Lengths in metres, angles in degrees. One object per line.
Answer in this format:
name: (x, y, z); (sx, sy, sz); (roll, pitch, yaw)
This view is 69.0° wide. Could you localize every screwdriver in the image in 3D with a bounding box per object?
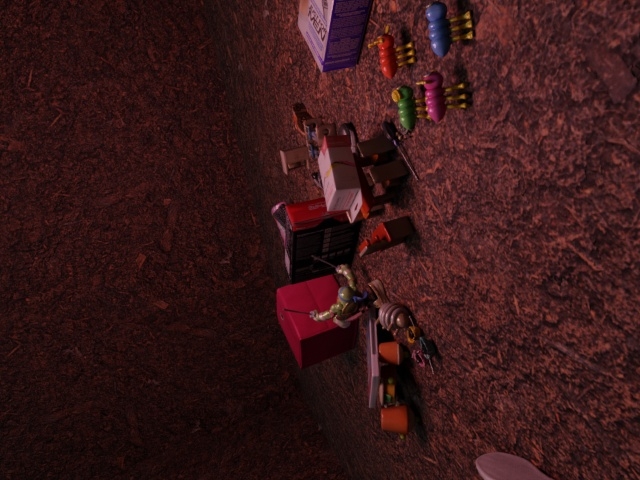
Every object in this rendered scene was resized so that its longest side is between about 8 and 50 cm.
screwdriver: (0.191, -0.212, 1.102); (0.170, 0.024, 0.025); (62, -168, 12)

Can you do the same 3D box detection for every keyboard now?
keyboard: (-0.135, -0.097, 2.168); (0.180, 0.108, 0.023); (46, -173, 18)

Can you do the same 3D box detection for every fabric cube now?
fabric cube: (-0.019, 0.334, 1.947); (0.254, 0.259, 0.258); (93, 154, -49)

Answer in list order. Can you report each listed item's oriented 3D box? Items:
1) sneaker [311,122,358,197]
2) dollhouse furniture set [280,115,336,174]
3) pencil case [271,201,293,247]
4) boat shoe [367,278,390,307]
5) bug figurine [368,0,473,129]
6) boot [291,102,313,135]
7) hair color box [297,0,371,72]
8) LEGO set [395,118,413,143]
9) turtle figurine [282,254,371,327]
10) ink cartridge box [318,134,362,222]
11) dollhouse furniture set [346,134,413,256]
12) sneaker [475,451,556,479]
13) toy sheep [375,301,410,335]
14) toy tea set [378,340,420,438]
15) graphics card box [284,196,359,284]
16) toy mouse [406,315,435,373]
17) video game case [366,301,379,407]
sneaker: (0.037, -0.225, 1.371); (0.086, 0.132, 0.228); (-134, 37, -57)
dollhouse furniture set: (-0.053, -0.312, 1.512); (0.129, 0.184, 0.129); (-134, 30, -58)
pencil case: (-0.141, -0.045, 2.239); (0.124, 0.124, 0.284); (115, 135, -68)
boat shoe: (0.188, 0.192, 1.480); (0.050, 0.045, 0.135); (121, 130, -70)
bug figurine: (0.185, -0.328, 0.892); (0.279, 0.072, 0.216); (-160, 54, -70)
boot: (-0.062, -0.417, 1.683); (0.084, 0.059, 0.158); (88, 167, -52)
hair color box: (0.035, -0.585, 1.073); (0.339, 0.110, 0.185); (107, 144, -61)
LEGO set: (0.186, -0.249, 1.057); (0.083, 0.023, 0.054); (98, 150, -57)
turtle figurine: (0.046, 0.184, 1.589); (0.266, 0.275, 0.197); (64, -152, -62)
ink cartridge box: (0.047, -0.152, 1.177); (0.115, 0.067, 0.198); (110, 152, -64)
dollhouse furniture set: (0.125, -0.102, 1.215); (0.262, 0.135, 0.259); (117, 134, -68)
sneaker: (0.427, 0.551, 0.927); (0.292, 0.108, 0.169); (171, 85, -73)
toy sheep: (0.210, 0.223, 1.362); (0.132, 0.091, 0.091); (19, 126, 57)
toy tea set: (0.256, 0.476, 1.500); (0.200, 0.124, 0.336); (-80, -15, -50)
graphics card box: (0.000, 0.000, 1.574); (0.371, 0.233, 0.094); (95, 157, -55)
toy mouse: (0.287, 0.305, 1.287); (0.161, 0.031, 0.143); (88, 159, -43)
video game case: (0.172, 0.378, 1.553); (0.285, 0.025, 0.204); (-86, -4, -47)
